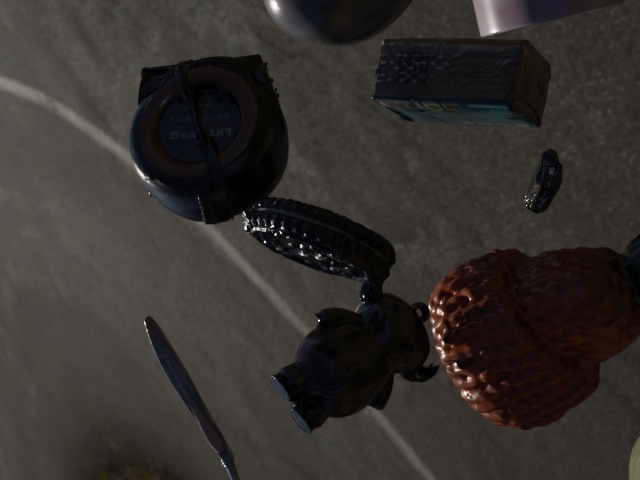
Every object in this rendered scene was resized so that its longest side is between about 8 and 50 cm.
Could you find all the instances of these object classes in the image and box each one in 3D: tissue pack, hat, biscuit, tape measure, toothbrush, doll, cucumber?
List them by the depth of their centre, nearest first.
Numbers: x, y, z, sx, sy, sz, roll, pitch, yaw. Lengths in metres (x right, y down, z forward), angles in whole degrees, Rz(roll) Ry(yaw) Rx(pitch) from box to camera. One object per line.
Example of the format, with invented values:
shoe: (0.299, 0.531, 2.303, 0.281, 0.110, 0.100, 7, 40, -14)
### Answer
cucumber: (0.262, -0.068, 1.219, 0.033, 0.034, 0.135, 51, 164, 17)
biscuit: (0.000, 0.000, 1.258, 0.194, 0.053, 0.194, 20, 169, 4)
tape measure: (-0.141, -0.131, 1.359, 0.135, 0.202, 0.223, 64, -155, -62)
doll: (0.056, 0.166, 1.514, 0.117, 0.257, 0.182, -8, 114, 59)
toothbrush: (-0.157, 0.272, 1.516, 0.375, 0.028, 0.037, 61, -160, -8)
hat: (0.376, 0.114, 1.559, 0.400, 0.285, 0.285, -28, 88, 38)
tissue pack: (0.253, -0.282, 1.879, 0.270, 0.192, 0.134, 7, 88, 27)

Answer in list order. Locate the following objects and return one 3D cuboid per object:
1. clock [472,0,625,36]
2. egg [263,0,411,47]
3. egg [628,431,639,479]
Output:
clock: (0.306, -0.330, 1.429, 0.197, 0.196, 0.068, 1, 107, 62)
egg: (0.027, -0.273, 1.036, 0.146, 0.199, 0.146, 31, 152, 18)
egg: (0.485, 0.266, 1.224, 0.219, 0.269, 0.219, 177, 90, -71)
